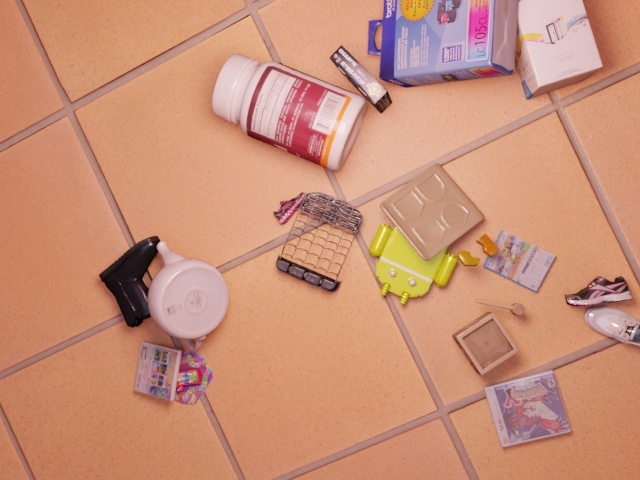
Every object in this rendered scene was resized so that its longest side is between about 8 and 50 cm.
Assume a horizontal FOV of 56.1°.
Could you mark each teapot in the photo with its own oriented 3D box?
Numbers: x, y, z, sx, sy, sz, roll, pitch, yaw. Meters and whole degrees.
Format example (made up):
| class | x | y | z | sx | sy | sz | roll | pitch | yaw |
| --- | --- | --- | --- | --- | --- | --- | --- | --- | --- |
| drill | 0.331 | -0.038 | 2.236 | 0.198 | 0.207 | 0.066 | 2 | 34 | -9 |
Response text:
| class | x | y | z | sx | sy | sz | roll | pitch | yaw |
| --- | --- | --- | --- | --- | --- | --- | --- | --- | --- |
| teapot | -0.407 | 0.171 | 1.782 | 0.253 | 0.187 | 0.255 | 33 | 74 | -33 |

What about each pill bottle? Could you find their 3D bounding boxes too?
| class | x | y | z | sx | sy | sz | roll | pitch | yaw |
| --- | --- | --- | --- | --- | --- | --- | --- | --- | --- |
| pill bottle | -0.088 | -0.366 | 1.690 | 0.393 | 0.224 | 0.223 | 24 | 96 | 7 |

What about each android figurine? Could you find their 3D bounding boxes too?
| class | x | y | z | sx | sy | sz | roll | pitch | yaw |
| --- | --- | --- | --- | --- | --- | --- | --- | --- | --- |
| android figurine | 0.264 | 0.051 | 1.744 | 0.248 | 0.056 | 0.272 | 27 | 94 | 6 |

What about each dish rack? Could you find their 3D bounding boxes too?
| class | x | y | z | sx | sy | sz | roll | pitch | yaw |
| --- | --- | --- | --- | --- | --- | --- | --- | --- | --- |
| dish rack | 0.000 | 0.000 | 1.772 | 0.208 | 0.074 | 0.271 | 23 | 94 | 5 |

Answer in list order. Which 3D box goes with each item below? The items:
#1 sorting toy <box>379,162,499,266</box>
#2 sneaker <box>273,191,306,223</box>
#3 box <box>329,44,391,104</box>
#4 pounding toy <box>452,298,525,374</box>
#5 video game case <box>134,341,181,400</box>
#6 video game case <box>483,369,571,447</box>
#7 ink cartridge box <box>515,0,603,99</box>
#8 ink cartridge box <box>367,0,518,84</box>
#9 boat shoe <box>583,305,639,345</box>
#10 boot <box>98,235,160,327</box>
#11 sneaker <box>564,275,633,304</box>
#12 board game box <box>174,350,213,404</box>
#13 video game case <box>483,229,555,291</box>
| class | x | y | z | sx | sy | sz | roll | pitch | yaw |
| --- | --- | --- | --- | --- | --- | --- | --- | --- | --- |
| sorting toy | 0.343 | -0.044 | 1.691 | 0.229 | 0.041 | 0.307 | -35 | 79 | -13 |
| sneaker | -0.094 | -0.106 | 1.796 | 0.119 | 0.047 | 0.057 | -46 | 74 | 6 |
| box | 0.116 | -0.440 | 1.658 | 0.051 | 0.220 | 0.175 | -44 | 86 | 11 |
| pounding toy | 0.484 | 0.246 | 1.706 | 0.206 | 0.094 | 0.181 | -33 | 83 | -1 |
| video game case | -0.506 | 0.405 | 1.865 | 0.143 | 0.019 | 0.157 | 9 | 89 | 21 |
| video game case | 0.595 | 0.486 | 1.730 | 0.202 | 0.023 | 0.183 | -17 | 90 | 8 |
| ink cartridge box | 0.614 | -0.528 | 1.608 | 0.168 | 0.171 | 0.232 | -17 | 89 | 8 |
| ink cartridge box | 0.311 | -0.562 | 1.606 | 0.396 | 0.151 | 0.269 | 5 | 94 | 42 |
| boat shoe | 0.850 | 0.241 | 1.656 | 0.227 | 0.076 | 0.083 | 17 | 94 | 7 |
| boot | -0.540 | 0.130 | 1.839 | 0.247 | 0.094 | 0.207 | -36 | 84 | 15 |
| sneaker | 0.769 | 0.140 | 1.676 | 0.179 | 0.072 | 0.077 | -7 | 80 | 1 |
| board game box | -0.418 | 0.433 | 1.868 | 0.133 | 0.033 | 0.168 | 35 | 97 | 5 |
| video game case | 0.569 | 0.059 | 1.719 | 0.166 | 0.015 | 0.119 | 27 | 97 | 6 |
